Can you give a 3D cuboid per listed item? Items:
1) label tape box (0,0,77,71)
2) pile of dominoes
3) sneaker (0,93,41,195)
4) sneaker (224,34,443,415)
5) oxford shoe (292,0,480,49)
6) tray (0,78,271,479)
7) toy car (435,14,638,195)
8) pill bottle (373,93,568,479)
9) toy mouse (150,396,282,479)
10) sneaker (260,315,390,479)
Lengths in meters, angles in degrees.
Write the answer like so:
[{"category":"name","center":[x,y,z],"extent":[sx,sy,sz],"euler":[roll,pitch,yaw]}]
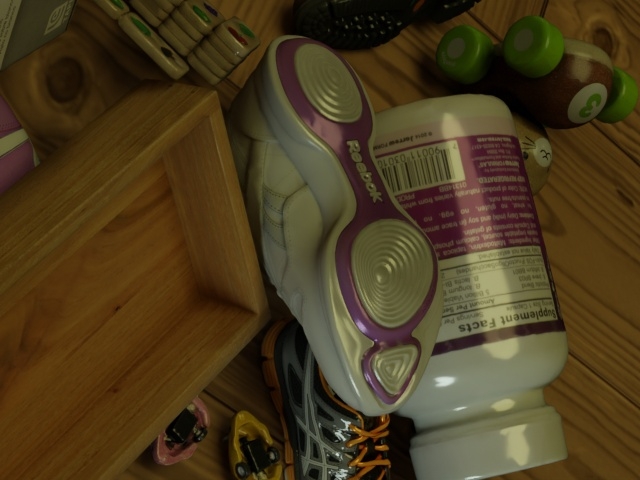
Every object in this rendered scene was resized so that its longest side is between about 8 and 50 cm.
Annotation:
[{"category":"label tape box","center":[-0.324,-0.172,0.967],"extent":[0.240,0.106,0.334],"euler":[35,38,7]},{"category":"pile of dominoes","center":[-0.147,-0.221,1.185],"extent":[0.251,0.040,0.196],"euler":[45,17,-4]},{"category":"sneaker","center":[-0.276,0.007,1.052],"extent":[0.161,0.102,0.282],"euler":[56,49,-15]},{"category":"sneaker","center":[0.000,0.000,1.236],"extent":[0.114,0.152,0.305],"euler":[3,61,-37]},{"category":"oxford shoe","center":[0.051,-0.233,1.437],"extent":[0.227,0.083,0.096],"euler":[-22,66,-40]},{"category":"tray","center":[-0.194,0.084,1.054],"extent":[0.411,0.076,0.203],"euler":[-45,136,-39]},{"category":"toy car","center":[0.187,-0.086,1.458],"extent":[0.155,0.149,0.188],"euler":[22,73,-45]},{"category":"pill bottle","center":[0.108,0.045,1.316],"extent":[0.169,0.169,0.302],"euler":[-5,80,-41]},{"category":"toy mouse","center":[-0.095,0.174,1.193],"extent":[0.143,0.031,0.161],"euler":[-30,95,-42]},{"category":"sneaker","center":[0.019,0.159,1.261],"extent":[0.084,0.083,0.215],"euler":[-20,90,-44]}]
